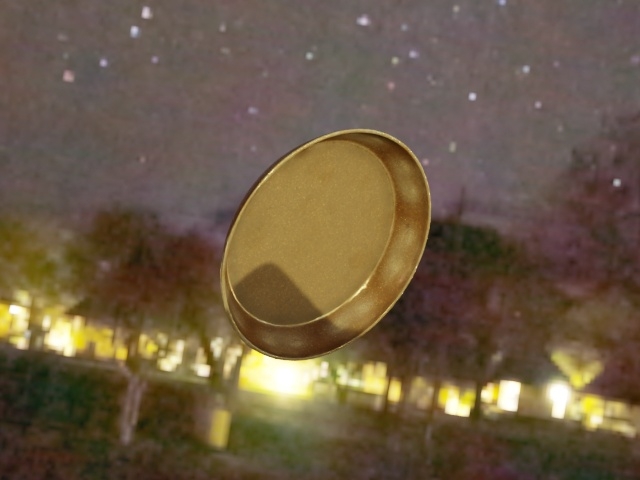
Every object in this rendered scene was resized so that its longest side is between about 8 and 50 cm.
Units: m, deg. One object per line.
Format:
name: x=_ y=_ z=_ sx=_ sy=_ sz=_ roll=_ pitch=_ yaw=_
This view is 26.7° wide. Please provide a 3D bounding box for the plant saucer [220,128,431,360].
plant saucer: x=0.000 y=0.000 z=0.899 sx=0.168 sy=0.168 sz=0.029 roll=13 pitch=17 yaw=-43
